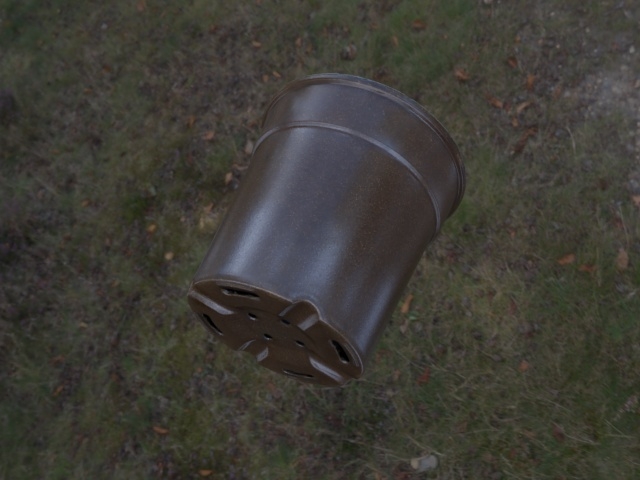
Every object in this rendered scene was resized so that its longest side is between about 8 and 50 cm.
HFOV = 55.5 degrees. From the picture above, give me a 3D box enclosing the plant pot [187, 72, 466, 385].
[{"bbox_3d":[0.000,0.000,0.429,0.167,0.167,0.165,0,50,35],"label":"plant pot"}]
